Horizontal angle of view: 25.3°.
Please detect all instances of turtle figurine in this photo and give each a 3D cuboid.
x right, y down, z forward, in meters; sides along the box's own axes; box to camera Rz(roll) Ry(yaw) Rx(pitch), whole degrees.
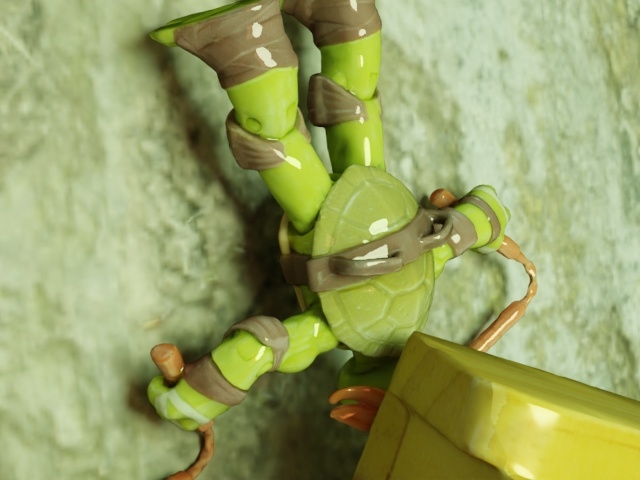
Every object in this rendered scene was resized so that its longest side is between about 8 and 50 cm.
[{"bbox_3d":[0.000,0.000,0.618,0.269,0.087,0.217,-26,106,-33],"label":"turtle figurine"}]

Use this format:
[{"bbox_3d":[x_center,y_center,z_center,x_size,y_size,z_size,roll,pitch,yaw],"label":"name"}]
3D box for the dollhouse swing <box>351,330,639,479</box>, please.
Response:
[{"bbox_3d":[0.120,0.254,0.534,0.315,0.305,0.346,19,92,-34],"label":"dollhouse swing"}]
